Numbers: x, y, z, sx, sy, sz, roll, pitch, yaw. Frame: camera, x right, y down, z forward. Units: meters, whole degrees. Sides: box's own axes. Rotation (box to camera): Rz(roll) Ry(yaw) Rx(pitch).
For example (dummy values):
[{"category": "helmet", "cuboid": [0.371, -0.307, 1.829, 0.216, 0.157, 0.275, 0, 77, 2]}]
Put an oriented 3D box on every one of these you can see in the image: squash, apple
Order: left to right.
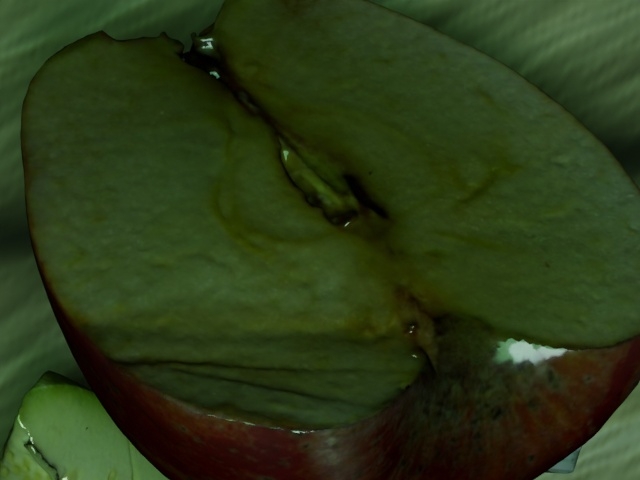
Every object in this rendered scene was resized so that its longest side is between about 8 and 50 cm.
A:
[{"category": "squash", "cuboid": [-0.098, 0.194, 1.212, 0.252, 0.093, 0.169, 31, 139, -2]}, {"category": "apple", "cuboid": [0.000, 0.000, 1.082, 0.295, 0.329, 0.365, -49, 61, 11]}]

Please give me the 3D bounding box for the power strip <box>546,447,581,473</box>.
[{"category": "power strip", "cuboid": [0.051, 0.094, 1.238, 0.279, 0.037, 0.109, 3, 94, 0]}]
